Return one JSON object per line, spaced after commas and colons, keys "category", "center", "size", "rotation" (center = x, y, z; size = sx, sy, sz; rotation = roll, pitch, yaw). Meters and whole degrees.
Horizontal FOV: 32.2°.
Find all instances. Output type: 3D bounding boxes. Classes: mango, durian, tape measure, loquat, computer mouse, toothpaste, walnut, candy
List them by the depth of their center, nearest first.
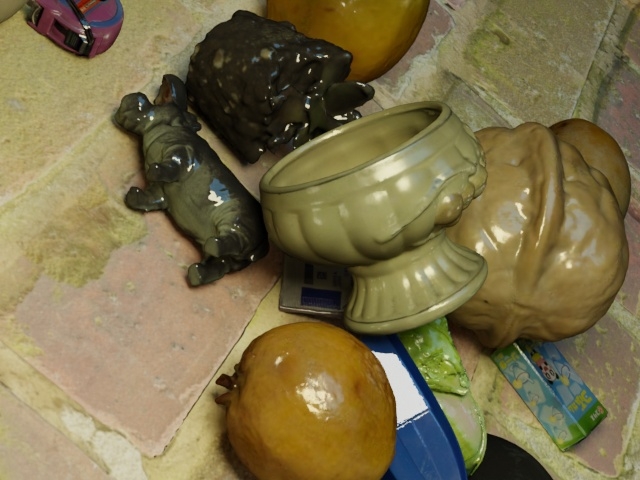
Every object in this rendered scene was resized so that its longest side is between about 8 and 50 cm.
{"category": "loquat", "center": [-0.007, 0.208, 1.373], "size": [0.238, 0.193, 0.238], "rotation": [19, 52, -26]}
{"category": "computer mouse", "center": [0.292, 0.384, 1.584], "size": [0.147, 0.088, 0.264], "rotation": [1, 58, -39]}
{"category": "durian", "center": [0.139, 0.166, 1.617], "size": [0.106, 0.132, 0.375], "rotation": [28, 34, -63]}
{"category": "tape measure", "center": [-0.355, -0.331, 1.634], "size": [0.125, 0.074, 0.118], "rotation": [39, 44, -1]}
{"category": "toothpaste", "center": [0.002, 0.000, 1.670], "size": [0.068, 0.099, 0.282], "rotation": [59, 26, -45]}
{"category": "walnut", "center": [0.300, -0.011, 1.745], "size": [0.381, 0.381, 0.381], "rotation": [25, 43, -25]}
{"category": "candy", "center": [0.372, 0.235, 1.804], "size": [0.194, 0.062, 0.097], "rotation": [53, 37, 10]}
{"category": "loquat", "center": [0.048, -0.410, 1.910], "size": [0.276, 0.284, 0.276], "rotation": [31, 37, -27]}
{"category": "mango", "center": [0.467, -0.081, 2.047], "size": [0.199, 0.221, 0.384], "rotation": [26, 36, -4]}

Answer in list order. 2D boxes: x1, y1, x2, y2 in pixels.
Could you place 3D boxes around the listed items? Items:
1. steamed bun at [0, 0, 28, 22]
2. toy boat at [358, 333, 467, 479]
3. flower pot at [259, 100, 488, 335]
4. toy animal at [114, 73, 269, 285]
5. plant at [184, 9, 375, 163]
{"category": "steamed bun", "center": [-0.520, -0.462, 1.469], "size": [0.374, 0.241, 0.374], "rotation": [28, 39, -26]}
{"category": "toy boat", "center": [0.112, 0.266, 1.509], "size": [0.129, 0.088, 0.295], "rotation": [-29, 77, -9]}
{"category": "flower pot", "center": [0.091, -0.026, 1.490], "size": [0.307, 0.307, 0.244], "rotation": [-49, 120, -52]}
{"category": "toy animal", "center": [-0.193, -0.100, 1.553], "size": [0.168, 0.106, 0.343], "rotation": [-6, 58, -45]}
{"category": "plant", "center": [-0.058, -0.212, 1.677], "size": [0.276, 0.199, 0.188], "rotation": [32, 48, 10]}
